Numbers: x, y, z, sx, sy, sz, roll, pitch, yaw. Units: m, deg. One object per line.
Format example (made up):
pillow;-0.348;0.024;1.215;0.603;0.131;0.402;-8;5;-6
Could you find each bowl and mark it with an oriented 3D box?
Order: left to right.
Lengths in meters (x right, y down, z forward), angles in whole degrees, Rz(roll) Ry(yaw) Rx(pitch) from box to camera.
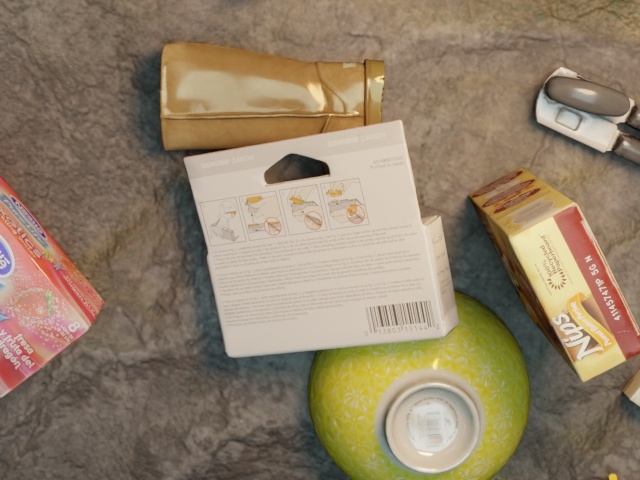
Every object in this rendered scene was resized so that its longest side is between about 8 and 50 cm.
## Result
bowl;0.131;0.212;1.623;0.289;0.156;0.289;0;101;-2

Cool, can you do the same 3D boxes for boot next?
boot;-0.060;-0.121;1.599;0.269;0.089;0.236;2;98;1

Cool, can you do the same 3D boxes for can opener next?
can opener;0.399;-0.128;1.603;0.283;0.095;0.076;24;99;-6

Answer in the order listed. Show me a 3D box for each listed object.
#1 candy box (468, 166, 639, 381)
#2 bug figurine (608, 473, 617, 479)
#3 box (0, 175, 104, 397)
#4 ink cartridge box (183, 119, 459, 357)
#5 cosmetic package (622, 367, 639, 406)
candy box;0.268;0.029;1.513;0.087;0.316;0.183;-27;100;4
bug figurine;0.494;0.391;1.710;0.279;0.072;0.216;-13;100;0
box;-0.415;0.020;1.572;0.142;0.154;0.300;-38;98;4
ink cartridge box;0.000;0.000;1.566;0.296;0.066;0.261;-7;99;25
cosmetic package;0.453;0.172;1.685;0.060;0.041;0.115;37;97;-8
